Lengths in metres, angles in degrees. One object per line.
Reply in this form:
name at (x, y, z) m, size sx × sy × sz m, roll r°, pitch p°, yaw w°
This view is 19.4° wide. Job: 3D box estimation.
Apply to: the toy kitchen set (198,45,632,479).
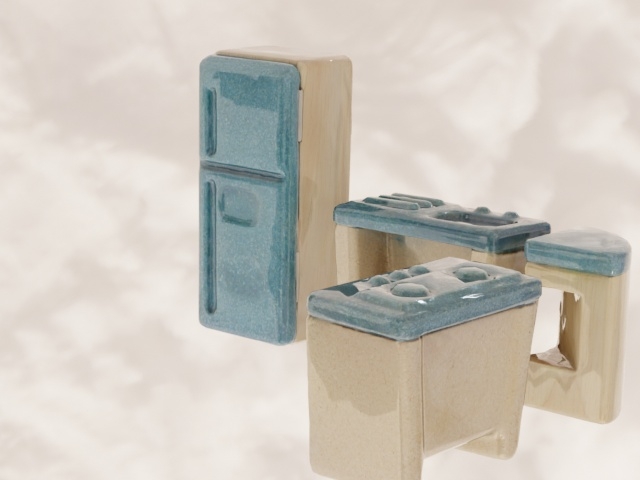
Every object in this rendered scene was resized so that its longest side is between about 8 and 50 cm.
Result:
toy kitchen set at (0.000, 0.000, 0.706) m, size 0.166 × 0.207 × 0.122 m, roll -12°, pitch 108°, yaw -49°
